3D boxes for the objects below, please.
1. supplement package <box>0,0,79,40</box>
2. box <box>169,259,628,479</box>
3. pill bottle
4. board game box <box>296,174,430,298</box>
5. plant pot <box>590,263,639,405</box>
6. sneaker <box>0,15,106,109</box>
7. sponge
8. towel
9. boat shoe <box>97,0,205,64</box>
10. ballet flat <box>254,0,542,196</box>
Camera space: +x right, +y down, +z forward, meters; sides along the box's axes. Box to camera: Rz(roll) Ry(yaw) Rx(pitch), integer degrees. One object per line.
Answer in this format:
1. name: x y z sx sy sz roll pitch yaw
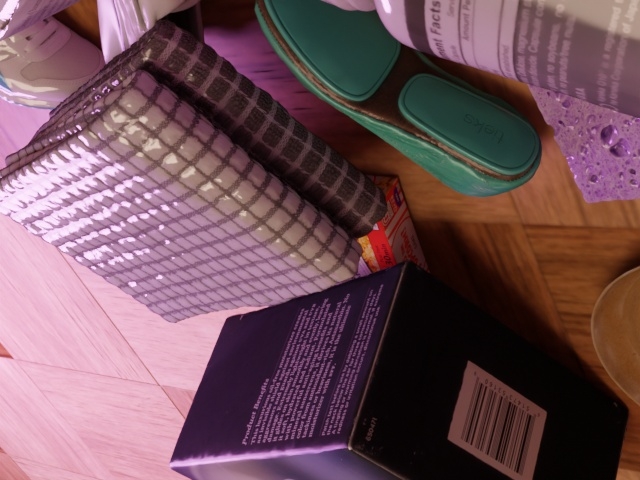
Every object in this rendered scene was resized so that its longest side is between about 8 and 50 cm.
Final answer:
1. supplement package: -0.087 -0.220 0.368 0.204 0.145 0.262 59 155 -9
2. box: 0.070 0.190 1.000 0.296 0.182 0.294 34 150 -24
3. pill bottle: 0.128 -0.166 0.580 0.283 0.161 0.161 21 144 20
4. board game box: 0.000 0.000 0.996 0.194 0.045 0.146 8 138 34
5. plant pot: 0.332 0.088 0.836 0.236 0.032 0.236 22 144 18
6. sneaker: -0.293 -0.199 0.966 0.229 0.087 0.092 29 144 5
7. sponge: 0.252 -0.081 0.695 0.210 0.031 0.117 -2 132 42
8. towel: -0.115 -0.044 0.880 0.235 0.121 0.284 37 150 -24
9. boat shoe: -0.124 -0.212 0.814 0.084 0.095 0.258 23 155 10
10. ballet flat: 0.049 -0.108 0.795 0.247 0.083 0.087 35 160 3
